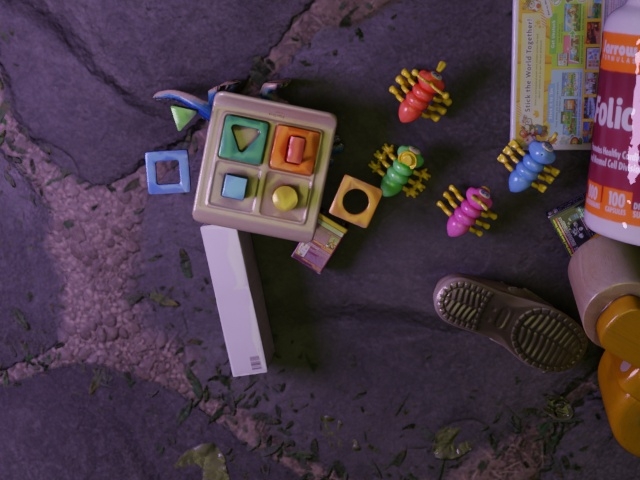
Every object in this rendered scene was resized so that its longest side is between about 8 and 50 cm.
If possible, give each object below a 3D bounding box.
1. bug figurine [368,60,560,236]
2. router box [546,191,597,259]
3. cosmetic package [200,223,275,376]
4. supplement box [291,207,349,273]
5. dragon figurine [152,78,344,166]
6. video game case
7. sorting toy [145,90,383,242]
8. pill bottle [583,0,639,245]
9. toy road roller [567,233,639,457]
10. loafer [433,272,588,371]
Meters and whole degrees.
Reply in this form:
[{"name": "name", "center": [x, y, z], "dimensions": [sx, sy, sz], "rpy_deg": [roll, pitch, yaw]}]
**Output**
[{"name": "bug figurine", "center": [0.201, -0.121, 1.665], "dimensions": [0.279, 0.072, 0.216], "rpy_deg": [32, 112, 0]}, {"name": "router box", "center": [0.406, -0.008, 1.704], "dimensions": [0.092, 0.038, 0.122], "rpy_deg": [-28, 99, 10]}, {"name": "cosmetic package", "center": [-0.125, 0.079, 1.742], "dimensions": [0.060, 0.099, 0.239], "rpy_deg": [-9, 102, 9]}, {"name": "supplement box", "center": [0.000, 0.000, 1.739], "dimensions": [0.055, 0.043, 0.083], "rpy_deg": [32, 103, -3]}, {"name": "dragon figurine", "center": [-0.111, -0.164, 1.689], "dimensions": [0.289, 0.085, 0.144], "rpy_deg": [-1, 103, 4]}, {"name": "video game case", "center": [0.382, -0.245, 1.657], "dimensions": [0.206, 0.026, 0.227], "rpy_deg": [0, 104, 5]}, {"name": "sorting toy", "center": [-0.078, -0.102, 1.629], "dimensions": [0.348, 0.047, 0.196], "rpy_deg": [11, 100, -4]}, {"name": "pill bottle", "center": [0.485, -0.198, 1.531], "dimensions": [0.224, 0.224, 0.392], "rpy_deg": [4, 104, 4]}, {"name": "toy road roller", "center": [0.467, 0.168, 1.646], "dimensions": [0.330, 0.202, 0.240], "rpy_deg": [31, 117, -16]}, {"name": "loafer", "center": [0.286, 0.111, 1.720], "dimensions": [0.269, 0.092, 0.102], "rpy_deg": [27, 106, -18]}]
